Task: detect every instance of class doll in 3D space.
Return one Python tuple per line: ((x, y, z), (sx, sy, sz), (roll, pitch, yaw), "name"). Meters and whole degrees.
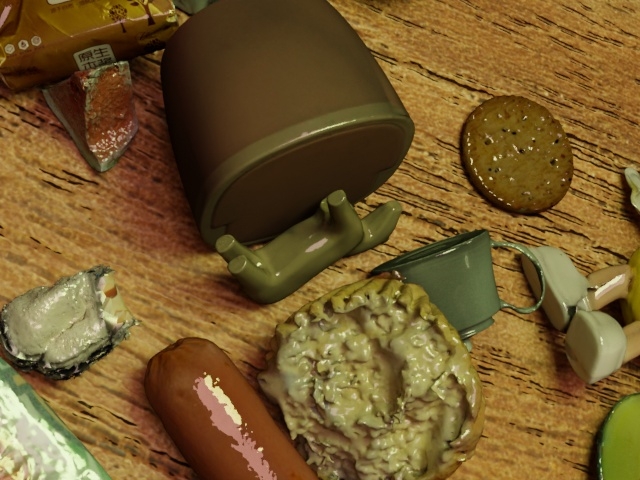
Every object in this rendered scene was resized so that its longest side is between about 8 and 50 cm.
((0.493, 0.074, 1.404), (0.423, 0.161, 0.348), (-34, 74, -31), "doll")

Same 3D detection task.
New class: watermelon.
((-0.278, -0.187, 1.198), (0.098, 0.158, 0.121), (-36, 61, -23), "watermelon")

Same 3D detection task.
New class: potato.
((0.423, 0.308, 1.357), (0.119, 0.054, 0.198), (12, 66, -17), "potato")

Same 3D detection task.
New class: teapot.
((0.174, 0.077, 1.275), (0.239, 0.162, 0.149), (-19, 91, 5), "teapot")

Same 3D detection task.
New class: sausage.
((-0.106, 0.230, 1.145), (0.113, 0.113, 0.259), (-37, 91, -26), "sausage")

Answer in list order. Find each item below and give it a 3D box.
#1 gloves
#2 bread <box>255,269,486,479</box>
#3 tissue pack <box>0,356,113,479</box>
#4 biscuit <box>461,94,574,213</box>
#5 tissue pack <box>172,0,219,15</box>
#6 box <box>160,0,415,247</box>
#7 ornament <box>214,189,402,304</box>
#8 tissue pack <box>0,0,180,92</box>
((-0.292, 0.099, 1.134), (0.153, 0.070, 0.114), (-27, 91, -25), "gloves")
((0.069, 0.175, 1.179), (0.274, 0.274, 0.149), (51, 25, -1), "bread")
((-0.326, 0.228, 0.947), (0.228, 0.311, 0.128), (47, 60, -3), "tissue pack")
((0.293, -0.127, 1.451), (0.187, 0.027, 0.188), (7, 70, -19), "biscuit")
((-0.111, -0.476, 1.289), (0.103, 0.228, 0.316), (23, 68, -14), "tissue pack")
((-0.055, -0.151, 1.189), (0.300, 0.301, 0.216), (-16, 69, -24), "box")
((0.000, 0.000, 1.230), (0.230, 0.245, 0.061), (-34, 69, -2), "ornament")
((-0.300, -0.296, 1.200), (0.226, 0.092, 0.183), (-17, 68, -7), "tissue pack")
